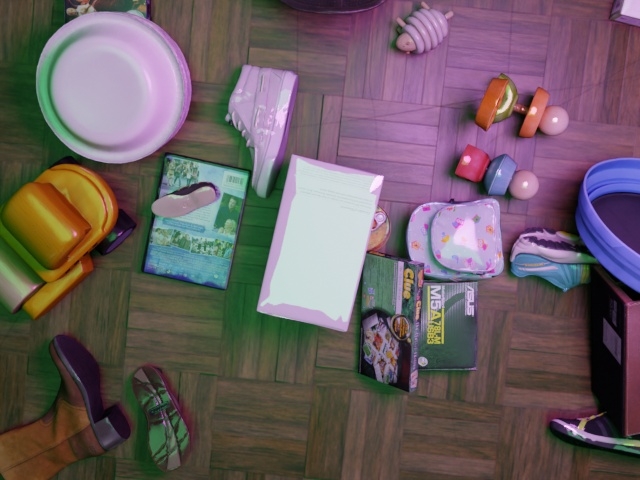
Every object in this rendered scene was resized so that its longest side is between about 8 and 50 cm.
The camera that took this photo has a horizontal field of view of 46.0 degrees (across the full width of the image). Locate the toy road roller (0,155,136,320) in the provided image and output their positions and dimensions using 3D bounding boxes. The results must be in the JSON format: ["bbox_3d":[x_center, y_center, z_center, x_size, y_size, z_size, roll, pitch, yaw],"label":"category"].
[{"bbox_3d":[-0.536,-0.004,1.436,0.329,0.240,0.202,-43,93,4],"label":"toy road roller"}]

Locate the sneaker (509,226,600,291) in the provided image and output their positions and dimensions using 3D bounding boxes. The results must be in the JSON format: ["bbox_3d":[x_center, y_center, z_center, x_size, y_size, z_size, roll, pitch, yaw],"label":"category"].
[{"bbox_3d":[0.514,0.048,1.518,0.275,0.107,0.110,12,123,-4],"label":"sneaker"}]

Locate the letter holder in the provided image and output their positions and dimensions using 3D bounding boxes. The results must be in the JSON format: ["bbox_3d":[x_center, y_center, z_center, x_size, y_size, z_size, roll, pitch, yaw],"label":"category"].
[{"bbox_3d":[0.651,0.193,1.443,0.214,0.152,0.302,-11,116,-1],"label":"letter holder"}]

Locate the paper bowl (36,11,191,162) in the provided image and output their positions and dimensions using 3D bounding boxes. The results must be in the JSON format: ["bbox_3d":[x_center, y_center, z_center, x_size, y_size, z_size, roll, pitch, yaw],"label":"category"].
[{"bbox_3d":[-0.396,-0.288,1.437,0.284,0.148,0.284,0,106,-1],"label":"paper bowl"}]

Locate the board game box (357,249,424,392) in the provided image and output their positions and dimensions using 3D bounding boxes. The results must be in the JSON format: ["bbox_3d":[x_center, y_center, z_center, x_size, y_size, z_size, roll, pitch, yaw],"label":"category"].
[{"bbox_3d":[0.138,0.158,1.494,0.136,0.030,0.260,16,109,43],"label":"board game box"}]

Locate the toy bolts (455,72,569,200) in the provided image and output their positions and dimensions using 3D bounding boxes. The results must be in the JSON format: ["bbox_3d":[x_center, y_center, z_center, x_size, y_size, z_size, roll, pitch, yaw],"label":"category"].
[{"bbox_3d":[0.369,-0.188,1.434,0.158,0.218,0.229,24,102,12],"label":"toy bolts"}]

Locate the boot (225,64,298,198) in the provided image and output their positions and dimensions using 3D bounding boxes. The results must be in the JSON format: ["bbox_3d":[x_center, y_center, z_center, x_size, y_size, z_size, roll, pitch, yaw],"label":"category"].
[{"bbox_3d":[-0.130,-0.219,1.499,0.123,0.095,0.258,12,86,5],"label":"boot"}]

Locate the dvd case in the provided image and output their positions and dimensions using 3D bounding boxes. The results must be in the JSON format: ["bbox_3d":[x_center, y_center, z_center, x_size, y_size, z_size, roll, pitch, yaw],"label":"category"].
[{"bbox_3d":[-0.255,-0.039,1.541,0.180,0.022,0.253,13,95,0],"label":"dvd case"}]

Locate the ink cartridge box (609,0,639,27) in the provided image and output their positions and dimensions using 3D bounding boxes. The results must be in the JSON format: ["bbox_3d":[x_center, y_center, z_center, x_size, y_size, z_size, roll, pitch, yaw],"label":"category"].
[{"bbox_3d":[0.688,-0.465,1.476,0.209,0.062,0.109,13,95,-1],"label":"ink cartridge box"}]

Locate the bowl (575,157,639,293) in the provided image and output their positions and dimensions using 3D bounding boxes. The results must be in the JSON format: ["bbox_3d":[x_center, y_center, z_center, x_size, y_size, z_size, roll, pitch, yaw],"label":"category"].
[{"bbox_3d":[0.653,-0.009,1.378,0.390,0.391,0.077,15,129,-1],"label":"bowl"}]

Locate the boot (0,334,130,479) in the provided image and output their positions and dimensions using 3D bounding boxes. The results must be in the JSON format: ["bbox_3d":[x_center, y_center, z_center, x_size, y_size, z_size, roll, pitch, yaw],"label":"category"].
[{"bbox_3d":[-0.571,0.361,1.563,0.280,0.096,0.264,-28,102,10],"label":"boot"}]

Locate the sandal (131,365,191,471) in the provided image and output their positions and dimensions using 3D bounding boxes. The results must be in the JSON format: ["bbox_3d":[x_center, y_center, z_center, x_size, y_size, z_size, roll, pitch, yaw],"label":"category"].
[{"bbox_3d":[-0.329,0.365,1.562,0.090,0.060,0.219,-26,80,-3],"label":"sandal"}]

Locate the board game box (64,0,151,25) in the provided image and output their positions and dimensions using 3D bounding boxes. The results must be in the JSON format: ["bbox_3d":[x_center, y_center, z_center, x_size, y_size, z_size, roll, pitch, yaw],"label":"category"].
[{"bbox_3d":[-0.420,-0.528,1.490,0.165,0.042,0.244,0,95,1],"label":"board game box"}]

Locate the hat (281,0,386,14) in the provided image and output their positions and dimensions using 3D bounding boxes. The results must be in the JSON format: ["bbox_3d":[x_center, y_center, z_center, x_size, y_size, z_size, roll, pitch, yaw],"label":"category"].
[{"bbox_3d":[0.023,-0.546,1.440,0.331,0.134,0.332,-1,77,6],"label":"hat"}]

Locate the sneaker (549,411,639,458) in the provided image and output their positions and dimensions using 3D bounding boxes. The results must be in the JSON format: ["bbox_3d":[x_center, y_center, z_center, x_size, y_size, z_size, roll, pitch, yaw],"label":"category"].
[{"bbox_3d":[0.587,0.382,1.555,0.234,0.084,0.097,13,71,-2],"label":"sneaker"}]

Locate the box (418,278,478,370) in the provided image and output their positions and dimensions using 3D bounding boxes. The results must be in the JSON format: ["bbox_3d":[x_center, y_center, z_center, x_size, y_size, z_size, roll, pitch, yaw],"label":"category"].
[{"bbox_3d":[0.228,0.171,1.543,0.184,0.045,0.191,1,96,3],"label":"box"}]

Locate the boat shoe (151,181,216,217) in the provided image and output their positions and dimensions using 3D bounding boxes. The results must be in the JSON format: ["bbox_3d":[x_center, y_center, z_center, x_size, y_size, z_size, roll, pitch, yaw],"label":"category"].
[{"bbox_3d":[-0.272,-0.081,1.507,0.133,0.042,0.049,-18,114,2],"label":"boat shoe"}]

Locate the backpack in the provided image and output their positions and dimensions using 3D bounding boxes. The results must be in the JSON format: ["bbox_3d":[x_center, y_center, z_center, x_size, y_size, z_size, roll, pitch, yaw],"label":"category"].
[{"bbox_3d":[0.258,-0.001,1.478,0.188,0.144,0.166,-3,87,9],"label":"backpack"}]

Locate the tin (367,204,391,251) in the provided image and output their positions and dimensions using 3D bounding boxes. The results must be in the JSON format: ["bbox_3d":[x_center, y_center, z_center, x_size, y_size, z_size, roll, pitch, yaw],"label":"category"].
[{"bbox_3d":[0.054,-0.006,1.534,0.189,0.040,0.106,-32,98,4],"label":"tin"}]

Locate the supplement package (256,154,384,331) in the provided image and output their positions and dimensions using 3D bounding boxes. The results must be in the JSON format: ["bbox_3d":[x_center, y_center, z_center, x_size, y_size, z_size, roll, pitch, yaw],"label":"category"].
[{"bbox_3d":[0.000,0.000,1.429,0.175,0.177,0.293,13,94,0],"label":"supplement package"}]

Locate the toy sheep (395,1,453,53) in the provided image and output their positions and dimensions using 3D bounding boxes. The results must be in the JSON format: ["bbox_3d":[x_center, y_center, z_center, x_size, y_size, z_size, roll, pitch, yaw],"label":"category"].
[{"bbox_3d":[0.203,-0.414,1.475,0.132,0.091,0.091,-36,94,-2],"label":"toy sheep"}]
